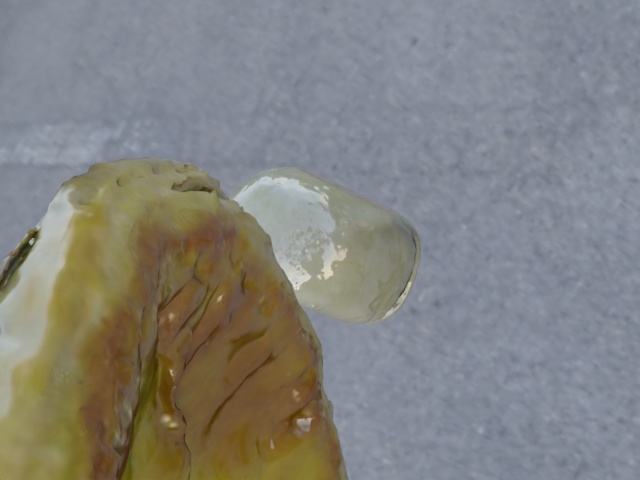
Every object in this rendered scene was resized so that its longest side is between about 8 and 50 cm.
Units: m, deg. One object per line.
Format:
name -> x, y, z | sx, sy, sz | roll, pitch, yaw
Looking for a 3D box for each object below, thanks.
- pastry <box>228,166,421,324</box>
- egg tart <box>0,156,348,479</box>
pastry -> 0.000, 0.000, 0.985 | 0.156, 0.156, 0.092 | 31, 95, 54
egg tart -> -0.087, 0.133, 0.531 | 0.132, 0.341, 0.341 | -1, 62, 17
